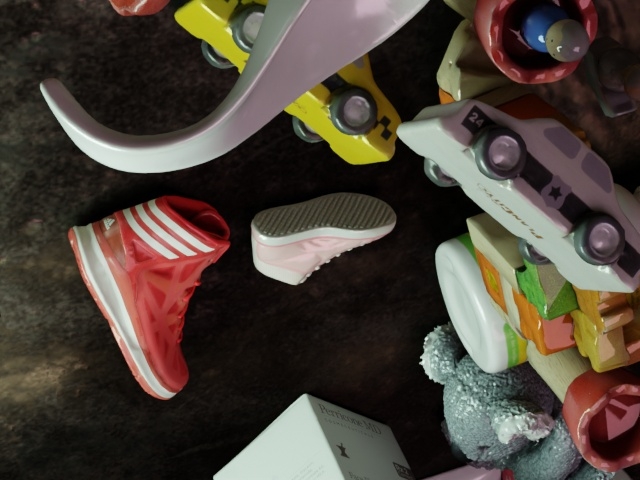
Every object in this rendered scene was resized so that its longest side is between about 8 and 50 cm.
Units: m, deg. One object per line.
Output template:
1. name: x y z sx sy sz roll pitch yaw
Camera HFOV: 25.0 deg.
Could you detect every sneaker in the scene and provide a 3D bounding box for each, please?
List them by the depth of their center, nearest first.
1. sneaker: -0.123 0.049 1.265 0.128 0.087 0.221 -24 141 -2
2. sneaker: 0.000 0.000 1.308 0.134 0.051 0.070 -8 138 -17

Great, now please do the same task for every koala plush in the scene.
1. koala plush: 0.204 0.175 1.514 0.203 0.196 0.221 -50 136 8

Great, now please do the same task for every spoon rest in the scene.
1. spoon rest: -0.031 -0.120 0.902 0.276 0.084 0.137 -28 162 -5

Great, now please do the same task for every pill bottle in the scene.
1. pill bottle: 0.248 0.024 1.401 0.245 0.136 0.136 -21 140 -8

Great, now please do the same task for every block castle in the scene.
1. block castle: 0.288 -0.052 1.179 0.303 0.213 0.453 -20 118 -7

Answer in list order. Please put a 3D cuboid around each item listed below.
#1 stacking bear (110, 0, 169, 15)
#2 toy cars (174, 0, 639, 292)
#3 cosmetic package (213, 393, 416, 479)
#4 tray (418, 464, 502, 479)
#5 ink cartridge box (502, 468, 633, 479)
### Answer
1. stacking bear: -0.009 -0.249 0.967 0.289 0.175 0.164 -3 143 -39
2. toy cars: 0.072 -0.095 1.042 0.087 0.393 0.176 -55 155 -11
3. cosmetic package: 0.011 0.289 1.515 0.151 0.184 0.151 -43 138 19
4. tray: 0.159 0.373 1.807 0.145 0.030 0.270 -15 138 -14
5. ink cartridge box: 0.342 0.383 1.712 0.117 0.283 0.207 -27 141 -15
